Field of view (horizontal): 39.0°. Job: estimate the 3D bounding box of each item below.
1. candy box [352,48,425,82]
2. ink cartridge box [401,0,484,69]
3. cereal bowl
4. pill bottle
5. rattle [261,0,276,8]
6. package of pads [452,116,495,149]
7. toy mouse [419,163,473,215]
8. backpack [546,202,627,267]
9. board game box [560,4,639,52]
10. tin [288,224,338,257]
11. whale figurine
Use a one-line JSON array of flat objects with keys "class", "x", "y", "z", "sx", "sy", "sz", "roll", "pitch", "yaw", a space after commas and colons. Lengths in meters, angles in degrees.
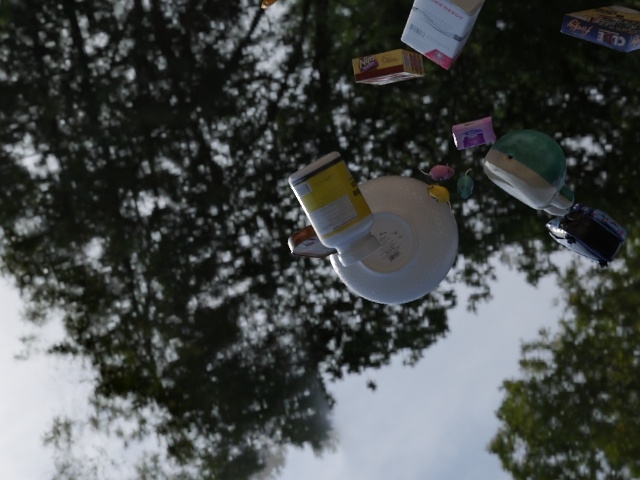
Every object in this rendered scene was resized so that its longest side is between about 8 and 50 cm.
[{"class": "candy box", "x": 0.149, "y": -0.369, "z": 1.933, "sx": 0.109, "sy": 0.053, "sz": 0.186, "roll": -8, "pitch": -174, "yaw": 21}, {"class": "ink cartridge box", "x": 0.223, "y": -0.404, "z": 1.650, "sx": 0.109, "sy": 0.150, "sz": 0.063, "roll": 36, "pitch": -119, "yaw": 9}, {"class": "cereal bowl", "x": 0.175, "y": -0.001, "z": 2.295, "sx": 0.339, "sy": 0.339, "sz": 0.141, "roll": -3, "pitch": -179, "yaw": 14}, {"class": "pill bottle", "x": 0.029, "y": -0.053, "z": 1.562, "sx": 0.103, "sy": 0.184, "sz": 0.103, "roll": -28, "pitch": -174, "yaw": 3}, {"class": "rattle", "x": -0.105, "y": -0.623, "z": 1.957, "sx": 0.142, "sy": 0.200, "sz": 0.130, "roll": -9, "pitch": -125, "yaw": 27}, {"class": "package of pads", "x": 0.317, "y": -0.221, "z": 1.868, "sx": 0.083, "sy": 0.050, "sz": 0.032, "roll": -13, "pitch": -154, "yaw": 13}, {"class": "toy mouse", "x": 0.317, "y": -0.149, "z": 2.183, "sx": 0.143, "sy": 0.031, "sz": 0.161, "roll": -31, "pitch": -124, "yaw": -22}, {"class": "backpack", "x": 0.674, "y": -0.023, "z": 2.324, "sx": 0.117, "sy": 0.158, "sz": 0.173, "roll": -57, "pitch": -161, "yaw": 2}, {"class": "board game box", "x": 0.678, "y": -0.482, "z": 2.045, "sx": 0.165, "sy": 0.042, "sz": 0.243, "roll": 29, "pitch": -145, "yaw": 35}, {"class": "tin", "x": 0.000, "y": 0.000, "z": 2.067, "sx": 0.106, "sy": 0.040, "sz": 0.189, "roll": -35, "pitch": 159, "yaw": 23}, {"class": "whale figurine", "x": 0.471, "y": -0.146, "z": 1.955, "sx": 0.216, "sy": 0.272, "sz": 0.141, "roll": 36, "pitch": -85, "yaw": 39}]
